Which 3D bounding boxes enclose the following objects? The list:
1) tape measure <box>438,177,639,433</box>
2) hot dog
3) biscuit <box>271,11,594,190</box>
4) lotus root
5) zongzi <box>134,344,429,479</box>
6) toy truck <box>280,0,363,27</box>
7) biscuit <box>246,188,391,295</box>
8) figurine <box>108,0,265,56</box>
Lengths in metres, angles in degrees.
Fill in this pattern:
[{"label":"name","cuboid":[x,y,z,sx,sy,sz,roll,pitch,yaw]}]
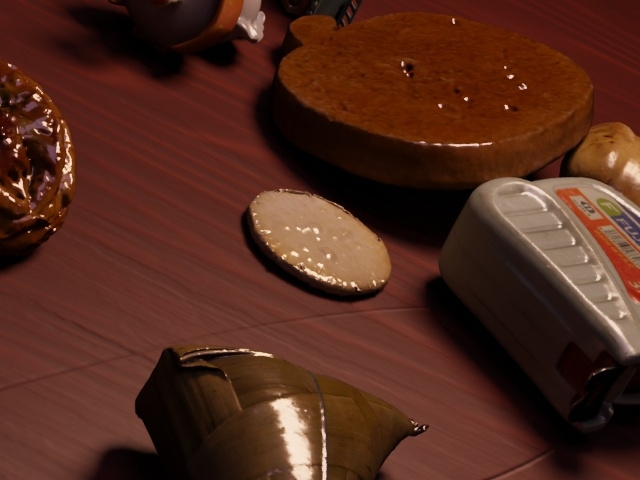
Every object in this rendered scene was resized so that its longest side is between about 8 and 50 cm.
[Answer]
[{"label":"tape measure","cuboid":[0.242,0.054,1.591,0.246,0.125,0.243,-5,44,-42]},{"label":"hot dog","cuboid":[-0.290,-0.084,1.383,0.227,0.099,0.160,39,29,25]},{"label":"biscuit","cuboid":[0.105,-0.152,1.826,0.350,0.070,0.394,26,32,30]},{"label":"lotus root","cuboid":[0.313,-0.054,1.833,0.125,0.118,0.221,16,28,9]},{"label":"zongzi","cuboid":[0.010,0.185,1.208,0.256,0.115,0.228,19,32,-38]},{"label":"toy truck","cuboid":[0.023,-0.320,1.954,0.080,0.177,0.115,14,33,-23]},{"label":"biscuit","cuboid":[0.000,0.000,1.574,0.152,0.020,0.152,21,30,-12]},{"label":"figurine","cuboid":[-0.131,-0.249,1.777,0.143,0.143,0.271,36,-4,15]}]
